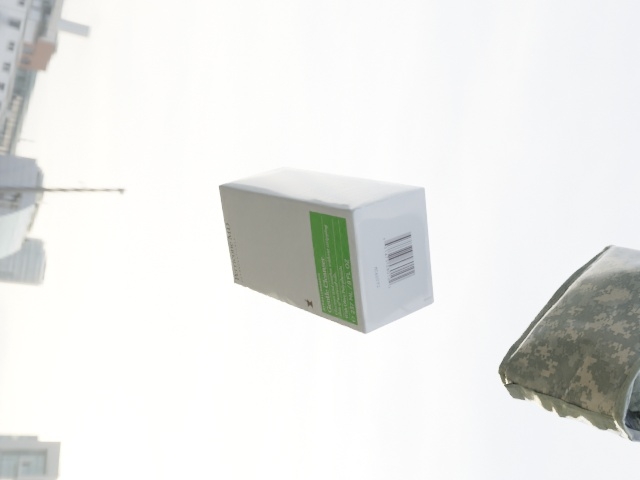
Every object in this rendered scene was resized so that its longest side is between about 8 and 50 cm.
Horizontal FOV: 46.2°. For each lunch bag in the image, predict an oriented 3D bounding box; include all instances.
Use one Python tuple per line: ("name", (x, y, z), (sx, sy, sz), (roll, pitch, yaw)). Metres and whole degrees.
("lunch bag", (0.411, 0.151, 1.009), (0.169, 0.287, 0.235), (61, -19, -17))

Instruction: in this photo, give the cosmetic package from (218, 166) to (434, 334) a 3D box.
("cosmetic package", (0.000, 0.000, 1.220), (0.365, 0.155, 0.197), (12, -65, 50))
